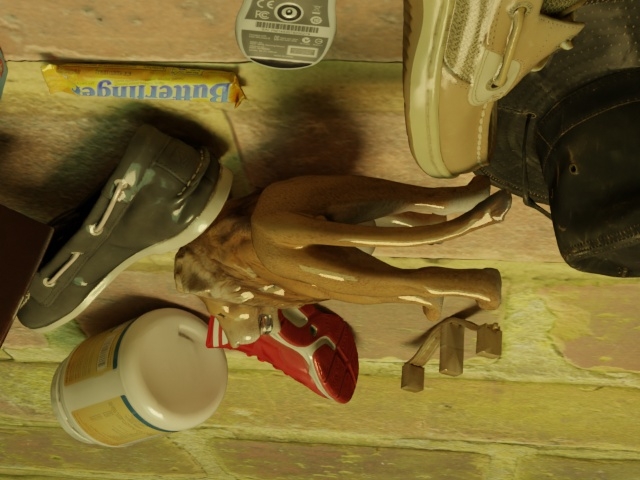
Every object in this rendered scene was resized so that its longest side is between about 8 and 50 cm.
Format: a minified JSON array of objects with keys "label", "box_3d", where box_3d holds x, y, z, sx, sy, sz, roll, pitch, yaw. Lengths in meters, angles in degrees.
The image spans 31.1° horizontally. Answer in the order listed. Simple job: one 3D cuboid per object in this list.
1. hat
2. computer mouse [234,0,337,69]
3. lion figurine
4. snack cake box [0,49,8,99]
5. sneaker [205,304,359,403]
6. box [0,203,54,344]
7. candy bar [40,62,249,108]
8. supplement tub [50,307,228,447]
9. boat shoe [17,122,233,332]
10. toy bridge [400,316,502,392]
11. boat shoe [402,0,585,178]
[{"label":"hat","box_3d":[0.248,-0.044,0.856,0.332,0.133,0.331,5,155,3]},{"label":"computer mouse","box_3d":[-0.018,-0.182,0.730,0.106,0.042,0.193,4,149,-8]},{"label":"lion figurine","box_3d":[0.000,0.000,0.938,0.240,0.142,0.392,7,166,-5]},{"label":"snack cake box","box_3d":[-0.322,-0.160,0.778,0.152,0.089,0.264,5,155,3]},{"label":"sneaker","box_3d":[-0.048,0.115,1.330,0.128,0.087,0.221,0,143,31]},{"label":"box","box_3d":[-0.442,0.000,0.977,0.381,0.143,0.191,28,142,-11]},{"label":"candy bar","box_3d":[-0.136,-0.123,0.901,0.162,0.018,0.040,4,155,5]},{"label":"supplement tub","box_3d":[-0.222,0.169,1.382,0.144,0.144,0.200,25,149,-34]},{"label":"boat shoe","box_3d":[-0.210,-0.013,1.060,0.095,0.112,0.335,38,137,-23]},{"label":"toy bridge","box_3d":[0.147,0.120,1.295,0.026,0.063,0.188,16,154,-21]},{"label":"boat shoe","box_3d":[0.107,-0.142,0.689,0.110,0.121,0.341,3,153,8]}]
